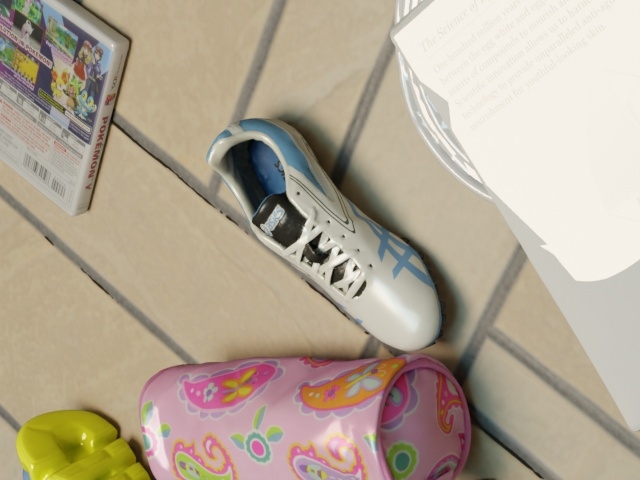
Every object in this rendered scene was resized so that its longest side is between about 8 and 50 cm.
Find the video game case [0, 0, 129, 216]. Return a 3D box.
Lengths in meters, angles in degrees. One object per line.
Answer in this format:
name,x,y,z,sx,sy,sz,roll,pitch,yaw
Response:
video game case,-0.265,-0.149,1.417,0.201,0.023,0.183,37,125,27

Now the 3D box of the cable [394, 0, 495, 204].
cable,0.161,-0.141,1.012,0.257,0.089,0.257,-26,87,42

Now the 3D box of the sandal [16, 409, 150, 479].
sandal,-0.168,0.295,1.428,0.317,0.126,0.138,42,131,32

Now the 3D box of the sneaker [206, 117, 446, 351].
sneaker,0.000,0.000,1.201,0.237,0.086,0.085,47,127,17

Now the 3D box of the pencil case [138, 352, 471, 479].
pencil case,-0.020,0.152,1.243,0.284,0.124,0.124,-7,100,42

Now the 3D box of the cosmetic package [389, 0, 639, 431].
cosmetic package,0.190,-0.073,0.696,0.224,0.138,0.224,-37,81,45
